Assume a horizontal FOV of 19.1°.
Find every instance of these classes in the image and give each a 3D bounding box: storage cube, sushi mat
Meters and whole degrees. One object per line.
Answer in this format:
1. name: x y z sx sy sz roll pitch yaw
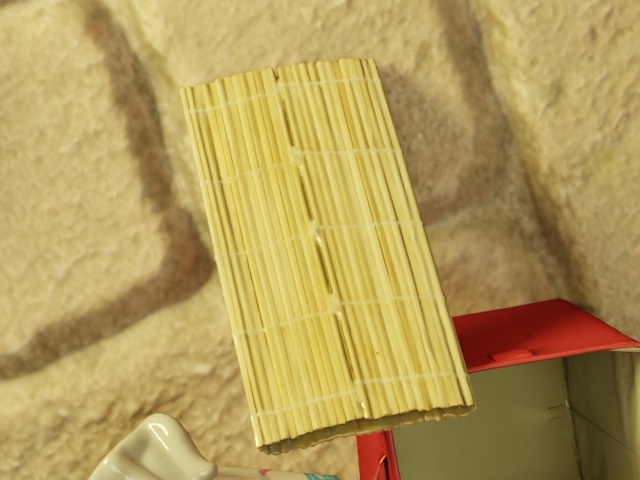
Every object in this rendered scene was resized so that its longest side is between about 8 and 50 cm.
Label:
1. storage cube: 0.127 0.157 1.391 0.215 0.193 0.183 -10 99 -8
2. sushi mat: 0.000 0.000 1.330 0.151 0.019 0.316 -9 55 -7

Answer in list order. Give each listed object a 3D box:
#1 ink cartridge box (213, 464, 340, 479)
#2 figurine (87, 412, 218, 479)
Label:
1. ink cartridge box: -0.048 0.219 1.440 0.122 0.052 0.088 7 96 -12
2. figurine: -0.101 0.266 1.369 0.209 0.092 0.215 37 105 6
